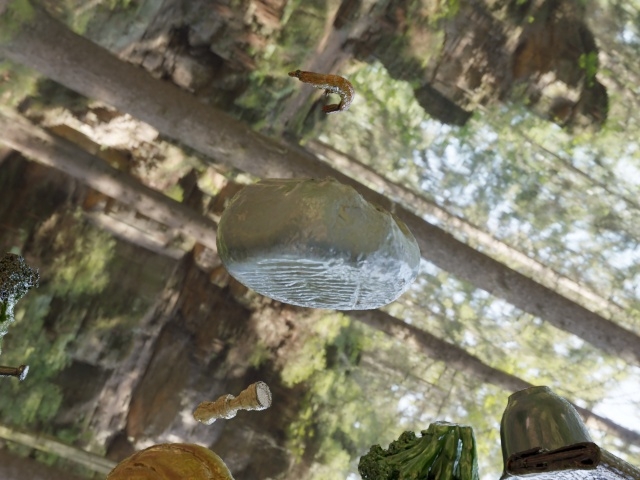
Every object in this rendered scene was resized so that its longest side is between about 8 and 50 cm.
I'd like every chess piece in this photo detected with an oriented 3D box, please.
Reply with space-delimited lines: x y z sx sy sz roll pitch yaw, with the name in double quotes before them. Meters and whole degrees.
"chess piece" -0.186 0.337 1.622 0.172 0.060 0.060 -21 -140 23

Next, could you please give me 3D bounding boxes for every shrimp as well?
"shrimp" -0.002 -0.273 1.442 0.091 0.127 0.025 113 -4 -53

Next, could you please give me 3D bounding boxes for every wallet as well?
"wallet" 0.332 0.275 0.846 0.133 0.243 0.039 -32 -147 55

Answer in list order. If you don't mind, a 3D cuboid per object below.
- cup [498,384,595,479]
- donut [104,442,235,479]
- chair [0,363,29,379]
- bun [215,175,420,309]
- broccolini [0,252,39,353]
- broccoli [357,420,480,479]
"cup" 0.404 0.349 1.457 0.199 0.199 0.149 -41 -128 45
"donut" -0.362 0.675 1.816 0.449 0.198 0.448 -13 -115 29
"chair" -0.811 0.394 1.412 0.362 0.410 0.364 -69 177 -60
"bun" 0.002 0.002 1.383 0.354 0.355 0.194 -25 -128 59
"broccolini" -0.325 0.078 0.830 0.042 0.044 0.218 -26 163 -34
"broccoli" 0.221 0.476 1.586 0.295 0.265 0.245 4 -104 54
